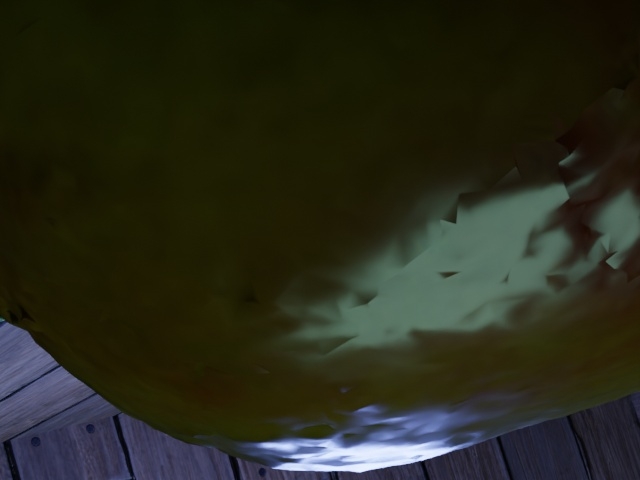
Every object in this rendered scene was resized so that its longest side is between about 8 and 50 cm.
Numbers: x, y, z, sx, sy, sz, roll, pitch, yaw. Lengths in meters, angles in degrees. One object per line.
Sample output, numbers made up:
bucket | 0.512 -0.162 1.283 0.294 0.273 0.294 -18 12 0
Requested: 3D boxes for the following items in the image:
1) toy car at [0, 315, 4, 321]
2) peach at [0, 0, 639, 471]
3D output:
toy car | -0.160 0.015 1.180 0.306 0.125 0.136 16 159 -30
peach | 0.026 -0.078 0.480 0.373 0.289 0.372 -16 175 -2
